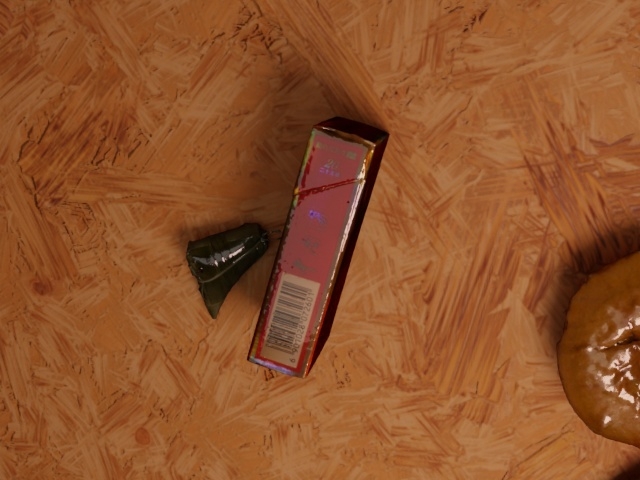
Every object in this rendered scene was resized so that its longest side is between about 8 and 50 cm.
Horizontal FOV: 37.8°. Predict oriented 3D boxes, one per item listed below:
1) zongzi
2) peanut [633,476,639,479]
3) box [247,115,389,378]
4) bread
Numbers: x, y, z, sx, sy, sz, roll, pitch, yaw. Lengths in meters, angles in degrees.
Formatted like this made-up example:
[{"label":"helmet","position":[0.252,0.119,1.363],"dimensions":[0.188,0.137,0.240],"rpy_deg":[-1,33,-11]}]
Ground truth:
[{"label":"zongzi","position":[-0.105,0.040,1.347],"dimensions":[0.154,0.062,0.130],"rpy_deg":[-18,118,-2]},{"label":"peanut","position":[0.486,0.353,1.230],"dimensions":[0.291,0.159,0.143],"rpy_deg":[-37,70,15]},{"label":"box","position":[0.000,0.001,1.233],"dimensions":[0.089,0.197,0.313],"rpy_deg":[18,103,7]},{"label":"bread","position":[0.427,0.131,1.208],"dimensions":[0.268,0.145,0.269],"rpy_deg":[1,96,11]}]
